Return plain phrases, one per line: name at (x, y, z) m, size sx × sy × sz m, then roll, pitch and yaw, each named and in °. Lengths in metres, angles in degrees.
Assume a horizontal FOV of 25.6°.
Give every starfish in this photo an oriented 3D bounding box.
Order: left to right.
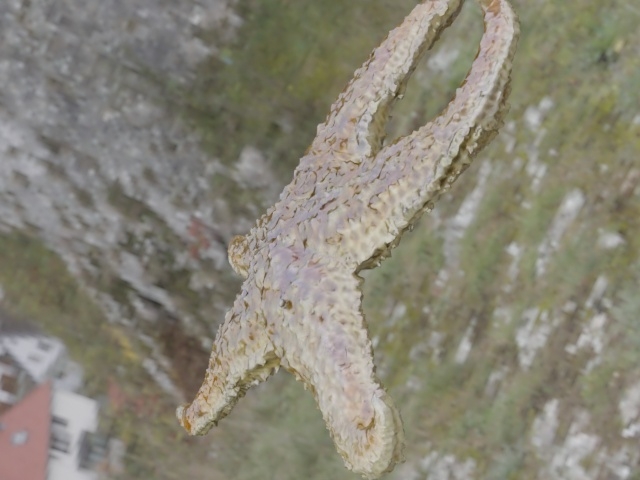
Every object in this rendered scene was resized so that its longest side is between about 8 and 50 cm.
starfish at (-0.004, -0.001, 0.744) m, size 0.302 × 0.060 × 0.299 m, roll -35°, pitch 39°, yaw 50°
